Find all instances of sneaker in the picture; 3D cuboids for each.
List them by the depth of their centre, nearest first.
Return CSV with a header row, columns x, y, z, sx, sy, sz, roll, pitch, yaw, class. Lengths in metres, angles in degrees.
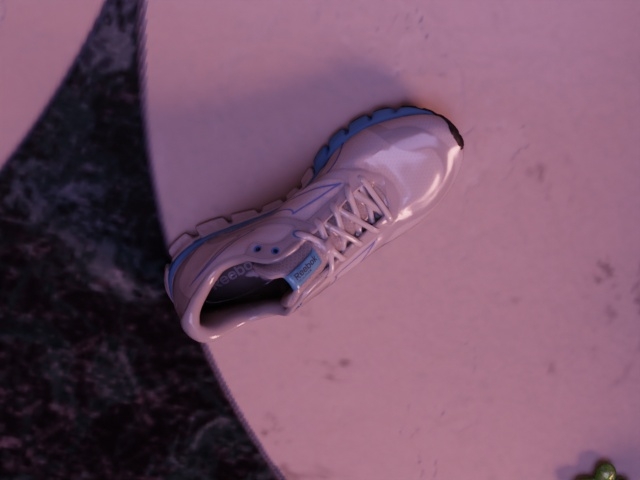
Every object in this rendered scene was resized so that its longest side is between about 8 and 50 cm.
x,y,z,sx,sy,sz,roll,pitch,yaw,class
0.000,0.000,1.007,0.190,0.083,0.071,-34,111,9,sneaker

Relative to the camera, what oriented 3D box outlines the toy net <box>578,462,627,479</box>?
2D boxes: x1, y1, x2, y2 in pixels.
x,y,z,sx,sy,sz,roll,pitch,yaw,class
0.181,0.254,1.157,0.122,0.045,0.232,14,113,-11,toy net
